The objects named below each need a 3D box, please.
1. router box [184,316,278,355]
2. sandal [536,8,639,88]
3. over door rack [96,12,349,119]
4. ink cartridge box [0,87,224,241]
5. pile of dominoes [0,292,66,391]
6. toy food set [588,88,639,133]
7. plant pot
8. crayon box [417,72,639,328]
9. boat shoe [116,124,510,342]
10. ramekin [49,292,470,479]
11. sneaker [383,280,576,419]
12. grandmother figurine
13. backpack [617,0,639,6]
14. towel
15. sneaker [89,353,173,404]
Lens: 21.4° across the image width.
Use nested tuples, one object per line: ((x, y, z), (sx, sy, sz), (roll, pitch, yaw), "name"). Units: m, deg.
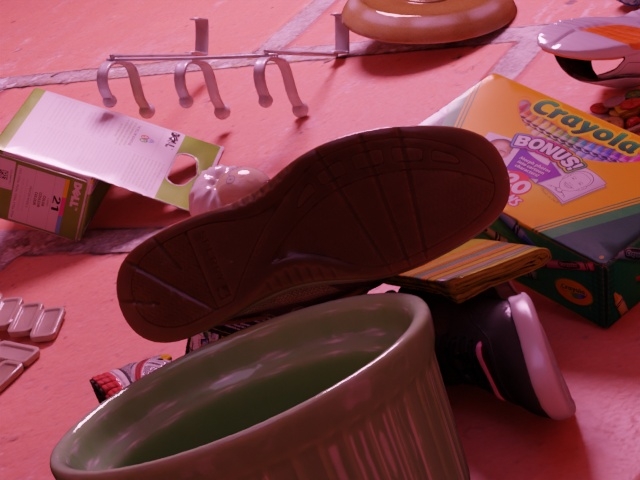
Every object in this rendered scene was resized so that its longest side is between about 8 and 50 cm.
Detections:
((-0.050, 0.067, 1.578), (0.046, 0.133, 0.179), (8, 4, -40), "router box")
((0.351, -0.210, 1.921), (0.265, 0.076, 0.102), (-14, 31, -40), "sandal")
((-0.116, -0.222, 2.230), (0.239, 0.108, 0.324), (2, 18, 20), "over door rack")
((-0.268, -0.078, 2.100), (0.255, 0.097, 0.189), (18, 30, 0), "ink cartridge box")
((-0.405, 0.126, 1.865), (0.251, 0.040, 0.196), (8, 36, 33), "pile of dominoes")
((0.323, -0.136, 1.838), (0.083, 0.020, 0.082), (-19, 25, 4), "toy food set")
((0.144, -0.319, 2.266), (0.236, 0.032, 0.236), (-3, 27, 2), "plant pot")
((0.211, -0.044, 1.579), (0.165, 0.081, 0.278), (-36, 45, -28), "crayon box")
((0.000, 0.000, 1.435), (0.342, 0.123, 0.123), (-24, -12, 11), "boat shoe")
((-0.035, 0.168, 1.270), (0.303, 0.148, 0.303), (-22, 10, 4), "ramekin")
((0.115, 0.101, 1.422), (0.146, 0.105, 0.296), (-22, 17, -1), "sneaker")
((0.018, -0.057, 1.821), (0.342, 0.104, 0.208), (-6, 19, 22), "grandmother figurine")
((0.405, -0.347, 2.107), (0.114, 0.105, 0.084), (-25, 24, 2), "backpack")
((0.100, 0.020, 1.499), (0.102, 0.021, 0.237), (-19, 12, -24), "towel")
((-0.129, 0.150, 1.519), (0.092, 0.088, 0.225), (-28, 26, -19), "sneaker")
